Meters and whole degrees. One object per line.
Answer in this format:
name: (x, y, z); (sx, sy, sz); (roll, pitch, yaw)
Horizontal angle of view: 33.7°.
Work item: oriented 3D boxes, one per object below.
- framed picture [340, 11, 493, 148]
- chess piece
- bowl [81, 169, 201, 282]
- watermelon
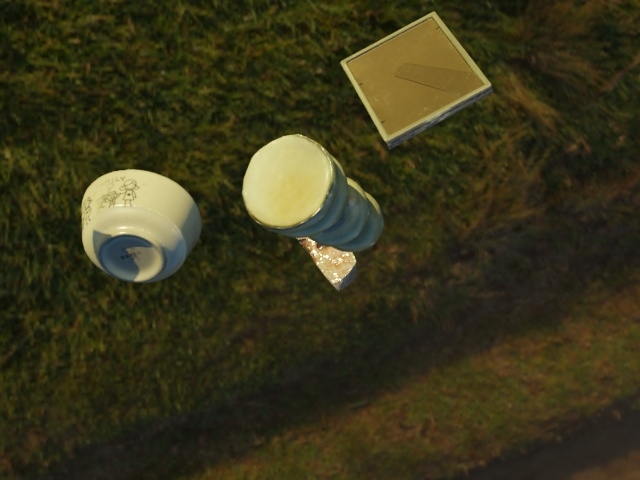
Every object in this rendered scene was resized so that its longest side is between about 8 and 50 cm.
framed picture: (0.120, -0.213, 1.376); (0.150, 0.203, 0.015); (-29, 132, 4)
chess piece: (0.008, -0.044, 1.450); (0.133, 0.133, 0.243); (-32, 153, 16)
bowl: (-0.348, -0.007, 2.010); (0.237, 0.126, 0.238); (1, 130, 1)
watermelon: (0.000, 0.000, 1.951); (0.094, 0.241, 0.154); (-31, 142, -5)
